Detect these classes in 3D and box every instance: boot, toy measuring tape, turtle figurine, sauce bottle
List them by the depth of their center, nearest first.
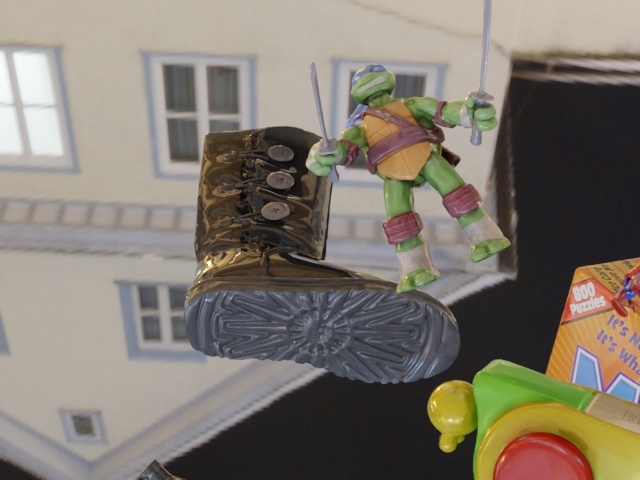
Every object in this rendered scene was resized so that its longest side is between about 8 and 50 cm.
[{"bbox_3d":[0.224,0.181,0.791,0.330,0.121,0.121,19,-133,21],"label":"toy measuring tape"},{"bbox_3d":[0.098,-0.089,1.262,0.198,0.275,0.266,-21,-96,-26],"label":"turtle figurine"},{"bbox_3d":[-0.149,0.299,1.288,0.128,0.042,0.042,45,-126,5],"label":"sauce bottle"},{"bbox_3d":[-0.002,-0.001,1.631,0.367,0.146,0.445,10,-150,-8],"label":"boot"}]

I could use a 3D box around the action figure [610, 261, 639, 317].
[{"bbox_3d":[0.283,0.040,1.013,0.030,0.038,0.115,46,-154,4],"label":"action figure"}]

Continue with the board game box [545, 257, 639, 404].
[{"bbox_3d":[0.470,0.244,1.194,0.357,0.356,0.356,-7,-148,-28],"label":"board game box"}]
